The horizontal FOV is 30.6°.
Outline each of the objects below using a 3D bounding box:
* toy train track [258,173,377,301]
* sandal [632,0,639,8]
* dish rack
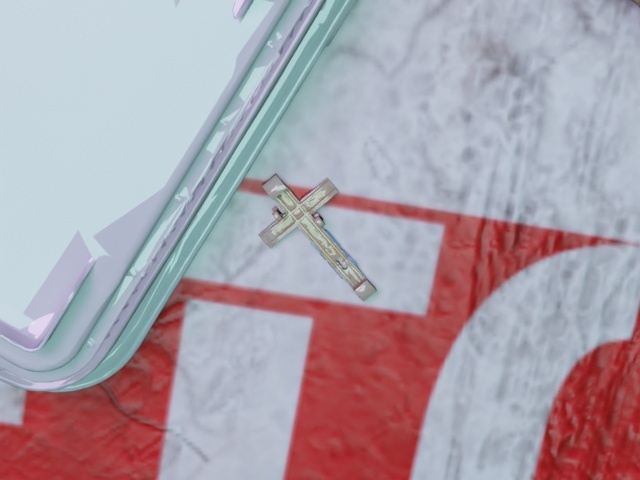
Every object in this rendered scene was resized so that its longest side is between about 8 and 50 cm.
[{"bbox_3d":[0.000,0.000,0.616,0.048,0.014,0.083,-40,103,7],"label":"toy train track"},{"bbox_3d":[0.178,-0.147,0.569,0.079,0.088,0.240,-12,107,34],"label":"sandal"},{"bbox_3d":[-0.155,-0.100,0.556,0.285,0.072,0.333,31,102,-10],"label":"dish rack"}]
